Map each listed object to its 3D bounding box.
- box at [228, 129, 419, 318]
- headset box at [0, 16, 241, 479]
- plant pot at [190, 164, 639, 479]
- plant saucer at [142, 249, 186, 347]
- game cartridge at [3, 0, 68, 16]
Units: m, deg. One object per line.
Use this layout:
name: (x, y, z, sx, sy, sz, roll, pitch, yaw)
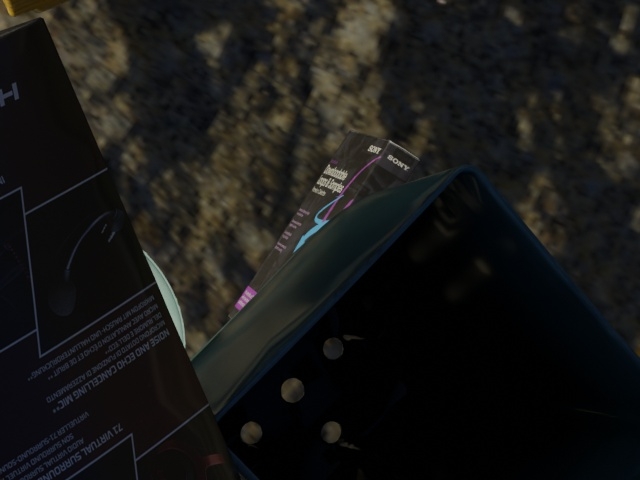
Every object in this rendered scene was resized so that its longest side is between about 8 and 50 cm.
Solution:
box: (0.000, 0.000, 1.248, 0.029, 0.116, 0.162, 35, 88, -15)
headset box: (-0.145, 0.091, 0.677, 0.110, 0.218, 0.293, -34, 107, -45)
plant pot: (0.022, 0.083, 0.890, 0.166, 0.234, 0.165, -45, 103, -15)
plant saucer: (-0.201, 0.076, 1.774, 0.037, 0.195, 0.195, -27, 119, -55)
game cartridge: (-0.209, -0.352, 1.832, 0.285, 0.323, 0.052, -25, 72, -7)
